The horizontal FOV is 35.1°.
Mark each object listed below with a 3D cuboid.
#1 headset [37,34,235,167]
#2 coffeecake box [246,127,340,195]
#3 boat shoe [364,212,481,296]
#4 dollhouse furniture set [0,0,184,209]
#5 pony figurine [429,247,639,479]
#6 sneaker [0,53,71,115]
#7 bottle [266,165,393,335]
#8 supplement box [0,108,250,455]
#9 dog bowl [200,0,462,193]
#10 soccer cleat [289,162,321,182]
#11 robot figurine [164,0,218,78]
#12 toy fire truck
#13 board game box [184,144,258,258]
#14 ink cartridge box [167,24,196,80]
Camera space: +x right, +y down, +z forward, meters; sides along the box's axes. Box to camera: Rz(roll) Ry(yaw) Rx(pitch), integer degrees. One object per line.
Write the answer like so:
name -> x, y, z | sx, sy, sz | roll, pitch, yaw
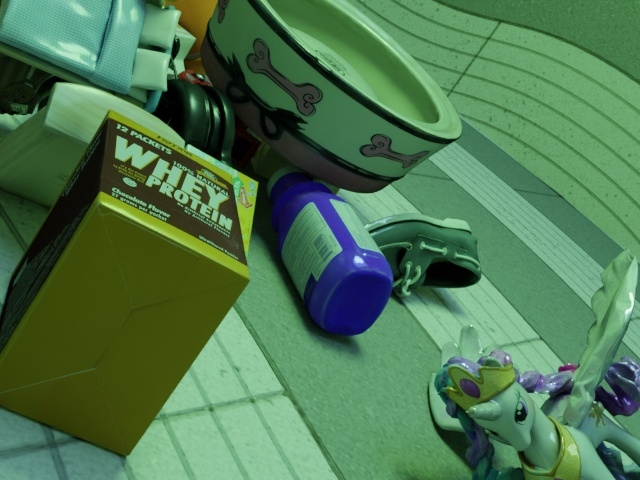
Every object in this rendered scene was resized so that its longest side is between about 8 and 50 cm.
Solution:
headset -> -0.239, -0.157, 1.324 | 0.243, 0.185, 0.394 | 29, 35, -18
coffeecake box -> -0.048, -0.148, 1.666 | 0.142, 0.068, 0.185 | 25, 21, -25
boat shoe -> 0.135, 0.028, 1.487 | 0.319, 0.116, 0.099 | -1, 64, -49
dollhouse furniture set -> -0.263, -0.214, 1.023 | 0.286, 0.198, 0.303 | 23, 65, -32
pony figurine -> 0.278, 0.206, 1.132 | 0.363, 0.303, 0.351 | 49, 26, -8
sneaker -> -0.351, -0.171, 1.121 | 0.188, 0.066, 0.071 | -23, 78, -24
bottle -> 0.000, 0.000, 1.315 | 0.092, 0.118, 0.283 | 12, 27, -29
supplement box -> -0.168, 0.029, 0.842 | 0.129, 0.191, 0.194 | 28, 19, -21
dog bowl -> 0.004, -0.232, 1.465 | 0.408, 0.150, 0.408 | 34, 24, -17
soccer cleat -> -0.020, -0.108, 1.529 | 0.068, 0.076, 0.196 | 36, 38, -9
robot figurine -> -0.213, -0.382, 1.760 | 0.128, 0.158, 0.219 | 39, -24, 58
toy fire truck -> -0.170, -0.199, 1.614 | 0.192, 0.047, 0.135 | 36, 20, 4
board game box -> -0.129, -0.024, 1.175 | 0.103, 0.026, 0.154 | 27, 50, -29
ink cartridge box -> -0.284, -0.329, 1.664 | 0.143, 0.090, 0.092 | 39, 19, 13
